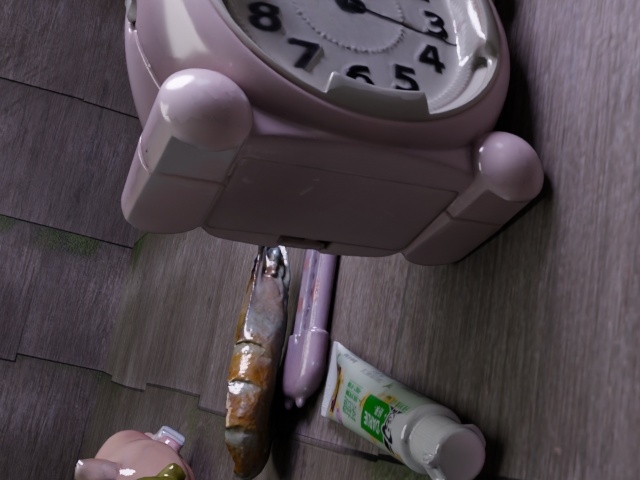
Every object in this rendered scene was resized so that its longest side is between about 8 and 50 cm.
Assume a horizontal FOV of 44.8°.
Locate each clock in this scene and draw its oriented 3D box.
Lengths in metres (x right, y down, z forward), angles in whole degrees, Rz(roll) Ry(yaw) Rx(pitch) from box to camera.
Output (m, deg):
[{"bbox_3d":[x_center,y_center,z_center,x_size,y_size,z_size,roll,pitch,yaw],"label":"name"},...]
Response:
[{"bbox_3d":[0.000,-0.161,0.619,0.184,0.342,0.325,-38,49,52],"label":"clock"}]

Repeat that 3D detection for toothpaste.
[{"bbox_3d":[0.052,0.143,0.667,0.058,0.056,0.314,-37,9,-14],"label":"toothpaste"}]

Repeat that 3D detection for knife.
[{"bbox_3d":[-0.001,0.000,0.929,0.132,0.038,0.398,143,138,-65],"label":"knife"}]

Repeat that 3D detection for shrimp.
[{"bbox_3d":[-0.071,0.139,0.956,0.164,0.062,0.316,88,-174,-56],"label":"shrimp"}]

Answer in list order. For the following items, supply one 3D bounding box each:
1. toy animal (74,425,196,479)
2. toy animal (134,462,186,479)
[{"bbox_3d":[-0.287,0.401,1.241,0.256,0.195,0.213,-57,1,40],"label":"toy animal"},{"bbox_3d":[-0.160,0.426,0.900,0.363,0.180,0.181,28,111,48],"label":"toy animal"}]
